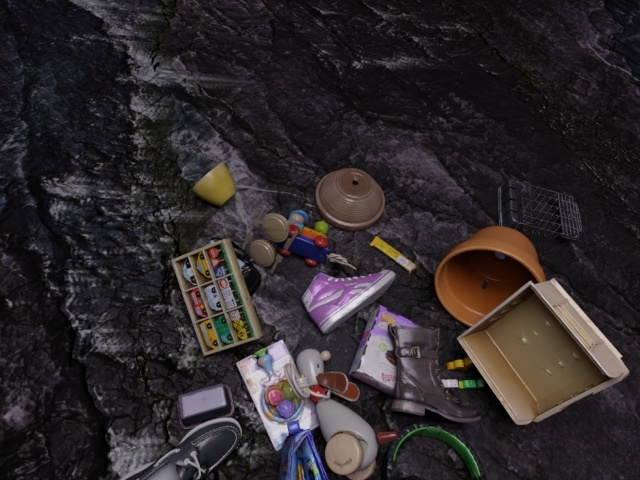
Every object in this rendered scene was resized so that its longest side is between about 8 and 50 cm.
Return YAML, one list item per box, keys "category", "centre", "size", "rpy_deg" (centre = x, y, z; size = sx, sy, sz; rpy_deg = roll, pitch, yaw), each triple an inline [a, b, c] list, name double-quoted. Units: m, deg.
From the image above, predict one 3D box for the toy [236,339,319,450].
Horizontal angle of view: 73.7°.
- category: "toy"
  centre: [-0.104, 0.381, 1.083]
  size: [0.136, 0.056, 0.237]
  rpy_deg: [-24, 66, -19]

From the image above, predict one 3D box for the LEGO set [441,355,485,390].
- category: "LEGO set"
  centre: [0.422, 0.356, 1.155]
  size: [0.227, 0.093, 0.087]
  rpy_deg: [2, 59, -7]

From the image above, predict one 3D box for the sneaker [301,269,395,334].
- category: "sneaker"
  centre: [0.076, 0.127, 1.236]
  size: [0.282, 0.102, 0.161]
  rpy_deg: [-29, 65, -22]

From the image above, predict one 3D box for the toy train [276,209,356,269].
- category: "toy train"
  centre: [0.000, 0.000, 1.310]
  size: [0.248, 0.105, 0.143]
  rpy_deg: [21, 41, -6]

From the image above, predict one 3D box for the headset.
- category: "headset"
  centre: [0.265, 0.595, 0.938]
  size: [0.243, 0.185, 0.394]
  rpy_deg: [10, 48, -2]

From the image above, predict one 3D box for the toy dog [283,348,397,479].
- category: "toy dog"
  centre: [0.063, 0.399, 1.028]
  size: [0.161, 0.220, 0.334]
  rpy_deg: [-29, 76, 1]

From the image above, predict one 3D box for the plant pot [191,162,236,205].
- category: "plant pot"
  centre: [-0.321, -0.164, 1.340]
  size: [0.095, 0.134, 0.134]
  rpy_deg: [48, 61, -9]

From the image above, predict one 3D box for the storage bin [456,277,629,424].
- category: "storage bin"
  centre: [0.523, 0.272, 1.032]
  size: [0.123, 0.262, 0.260]
  rpy_deg: [-5, 53, -39]

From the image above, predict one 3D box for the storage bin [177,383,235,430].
- category: "storage bin"
  centre: [-0.278, 0.399, 1.026]
  size: [0.135, 0.091, 0.098]
  rpy_deg: [-12, 62, -14]

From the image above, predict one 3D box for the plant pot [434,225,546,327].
- category: "plant pot"
  centre: [0.500, 0.090, 1.232]
  size: [0.290, 0.291, 0.203]
  rpy_deg: [33, 45, 11]

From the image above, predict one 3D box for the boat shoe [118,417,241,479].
- category: "boat shoe"
  centre: [-0.306, 0.508, 0.940]
  size: [0.302, 0.091, 0.114]
  rpy_deg: [-32, 99, -18]

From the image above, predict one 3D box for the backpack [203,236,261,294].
- category: "backpack"
  centre: [-0.264, 0.075, 1.193]
  size: [0.182, 0.152, 0.115]
  rpy_deg: [33, 65, 17]

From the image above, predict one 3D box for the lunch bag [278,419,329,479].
- category: "lunch bag"
  centre: [-0.042, 0.537, 0.897]
  size: [0.138, 0.221, 0.293]
  rpy_deg: [-6, 64, -13]

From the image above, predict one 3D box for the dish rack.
- category: "dish rack"
  centre: [0.764, -0.100, 1.490]
  size: [0.271, 0.074, 0.208]
  rpy_deg: [14, 60, -2]

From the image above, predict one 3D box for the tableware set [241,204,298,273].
- category: "tableware set"
  centre: [-0.144, -0.005, 1.237]
  size: [0.128, 0.194, 0.039]
  rpy_deg: [39, 37, 7]

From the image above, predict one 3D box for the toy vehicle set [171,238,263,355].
- category: "toy vehicle set"
  centre: [-0.268, 0.147, 1.107]
  size: [0.165, 0.035, 0.267]
  rpy_deg: [-22, 86, 16]

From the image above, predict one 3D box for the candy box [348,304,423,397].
- category: "candy box"
  centre: [0.189, 0.302, 1.151]
  size: [0.164, 0.070, 0.196]
  rpy_deg: [29, 60, -4]

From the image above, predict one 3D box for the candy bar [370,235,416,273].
- category: "candy bar"
  centre: [0.230, 0.045, 1.352]
  size: [0.161, 0.018, 0.040]
  rpy_deg: [37, 65, 13]

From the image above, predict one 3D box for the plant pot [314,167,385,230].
- category: "plant pot"
  centre: [0.104, -0.158, 1.400]
  size: [0.237, 0.110, 0.237]
  rpy_deg: [4, 59, -7]

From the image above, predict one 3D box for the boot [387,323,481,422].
- category: "boot"
  centre: [0.288, 0.331, 1.079]
  size: [0.262, 0.091, 0.229]
  rpy_deg: [16, 62, -14]
